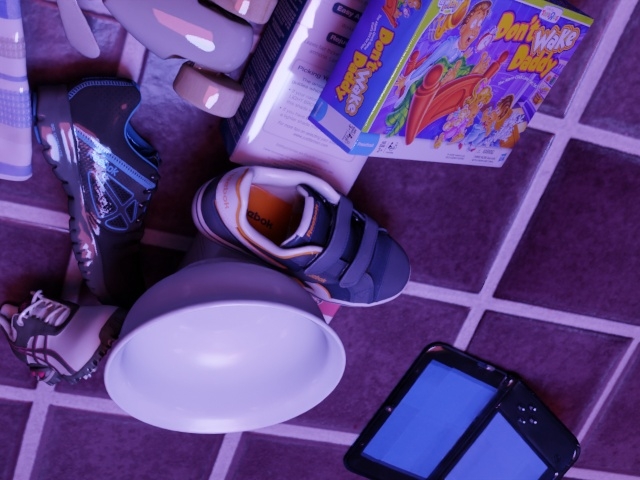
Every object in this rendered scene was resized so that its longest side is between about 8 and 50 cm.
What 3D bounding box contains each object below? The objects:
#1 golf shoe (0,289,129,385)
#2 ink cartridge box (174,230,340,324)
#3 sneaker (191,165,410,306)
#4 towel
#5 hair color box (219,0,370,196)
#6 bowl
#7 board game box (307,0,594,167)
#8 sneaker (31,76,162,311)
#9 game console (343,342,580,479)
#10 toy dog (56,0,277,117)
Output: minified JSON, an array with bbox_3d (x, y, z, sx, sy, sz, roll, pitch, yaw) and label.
[{"bbox_3d":[-0.351,0.124,1.317,0.120,0.105,0.273,46,143,-19],"label":"golf shoe"},{"bbox_3d":[-0.112,0.106,1.414,0.207,0.117,0.283,22,114,-23],"label":"ink cartridge box"},{"bbox_3d":[0.000,0.000,1.267,0.321,0.127,0.126,20,71,-25],"label":"sneaker"},{"bbox_3d":[-0.440,-0.201,1.146,0.209,0.034,0.285,13,130,4],"label":"towel"},{"bbox_3d":[0.024,-0.239,1.239,0.174,0.105,0.347,18,116,-25],"label":"hair color box"},{"bbox_3d":[-0.123,0.115,1.245,0.297,0.134,0.298,-6,142,-5],"label":"bowl"},{"bbox_3d":[0.168,-0.213,1.202,0.347,0.078,0.233,-2,128,-50],"label":"board game box"},{"bbox_3d":[-0.264,-0.050,1.284,0.139,0.125,0.341,-15,125,-9],"label":"sneaker"},{"bbox_3d":[0.225,0.354,1.613,0.173,0.250,0.293,8,123,-47],"label":"game console"},{"bbox_3d":[-0.205,-0.287,1.156,0.220,0.161,0.333,-44,106,8],"label":"toy dog"}]
